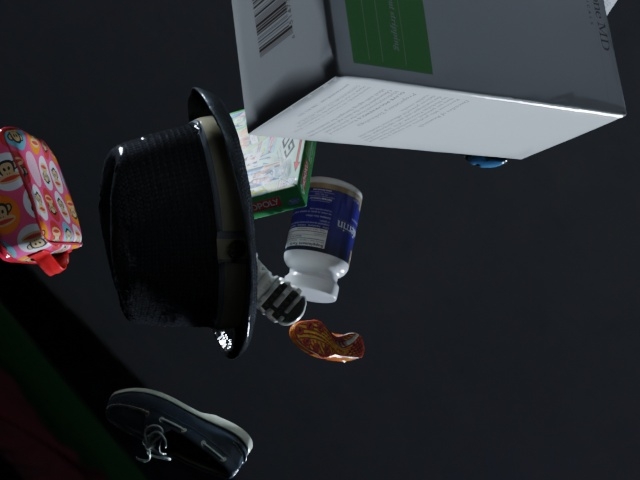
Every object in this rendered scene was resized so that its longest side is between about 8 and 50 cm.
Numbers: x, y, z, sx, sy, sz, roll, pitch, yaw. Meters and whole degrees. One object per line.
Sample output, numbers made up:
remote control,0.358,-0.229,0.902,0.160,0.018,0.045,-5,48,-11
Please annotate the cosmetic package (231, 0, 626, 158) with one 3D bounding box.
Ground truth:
cosmetic package,0.108,-0.198,0.878,0.365,0.155,0.197,-1,-103,-35

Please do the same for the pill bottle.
pill bottle,0.000,0.000,2.090,0.153,0.153,0.264,41,-123,-60

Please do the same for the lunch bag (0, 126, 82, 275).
lunch bag,-0.521,-0.058,1.641,0.293,0.120,0.258,89,159,-87

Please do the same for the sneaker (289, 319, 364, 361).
sneaker,0.002,0.177,1.530,0.175,0.067,0.064,26,-125,-46

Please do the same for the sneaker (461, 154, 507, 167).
sneaker,0.290,-0.299,1.888,0.341,0.125,0.139,49,-136,-41

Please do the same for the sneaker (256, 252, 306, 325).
sneaker,-0.154,0.077,1.957,0.292,0.110,0.118,46,169,8

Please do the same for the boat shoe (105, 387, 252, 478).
boat shoe,-0.235,0.309,1.440,0.254,0.095,0.079,19,-139,13

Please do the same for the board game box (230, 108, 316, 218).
board game box,-0.114,-0.140,1.563,0.317,0.213,0.046,-83,-25,-52

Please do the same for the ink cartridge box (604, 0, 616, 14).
ink cartridge box,0.329,-0.351,1.102,0.104,0.181,0.061,39,-164,29

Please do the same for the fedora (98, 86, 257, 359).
fedora,-0.181,-0.012,1.092,0.334,0.152,0.334,172,90,-73
